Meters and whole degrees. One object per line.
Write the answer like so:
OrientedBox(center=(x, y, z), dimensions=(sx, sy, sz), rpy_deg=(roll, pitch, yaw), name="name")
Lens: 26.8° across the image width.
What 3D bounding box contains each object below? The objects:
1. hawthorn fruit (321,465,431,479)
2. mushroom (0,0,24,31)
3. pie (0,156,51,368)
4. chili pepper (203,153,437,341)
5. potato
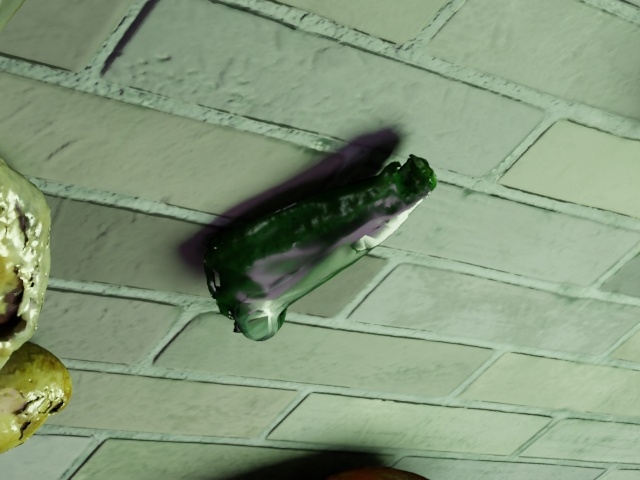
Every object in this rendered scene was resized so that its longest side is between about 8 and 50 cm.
OrientedBox(center=(0.042, 0.458, 1.478), dimensions=(0.402, 0.403, 0.403), rpy_deg=(-16, 146, -11), name="hawthorn fruit")
OrientedBox(center=(-0.176, -0.191, 0.681), dimensions=(0.118, 0.103, 0.270), rpy_deg=(-8, 139, -53), name="mushroom")
OrientedBox(center=(-0.332, 0.051, 0.899), dimensions=(0.339, 0.077, 0.339), rpy_deg=(-26, 151, -16), name="pie")
OrientedBox(center=(-0.001, -0.002, 1.077), dimensions=(0.216, 0.062, 0.108), rpy_deg=(-38, 144, 17), name="chili pepper")
OrientedBox(center=(-0.285, 0.138, 1.086), dimensions=(0.170, 0.080, 0.107), rpy_deg=(-15, 133, -10), name="potato")
